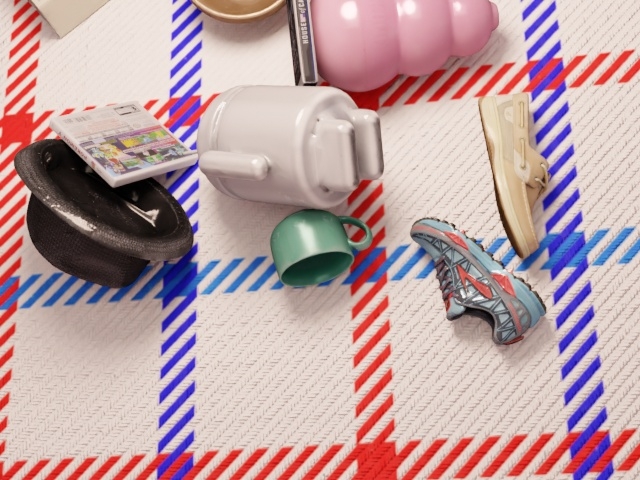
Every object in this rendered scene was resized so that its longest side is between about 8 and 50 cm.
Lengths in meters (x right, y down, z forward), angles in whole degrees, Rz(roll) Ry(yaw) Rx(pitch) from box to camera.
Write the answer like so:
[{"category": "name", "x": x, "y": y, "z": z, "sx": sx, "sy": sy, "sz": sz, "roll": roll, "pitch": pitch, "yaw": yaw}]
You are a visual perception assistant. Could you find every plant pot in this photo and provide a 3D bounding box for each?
[{"category": "plant pot", "x": -0.147, "y": -0.510, "z": 1.927, "sx": 0.237, "sy": 0.110, "sz": 0.237, "roll": 0, "pitch": 80, "yaw": 2}]

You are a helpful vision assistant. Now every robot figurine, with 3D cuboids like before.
[{"category": "robot figurine", "x": -0.065, "y": -0.159, "z": 1.715, "sx": 0.353, "sy": 0.300, "sz": 0.200, "roll": 8, "pitch": 110, "yaw": 38}]

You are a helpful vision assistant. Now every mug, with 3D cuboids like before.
[{"category": "mug", "x": -0.007, "y": 0.005, "z": 1.716, "sx": 0.157, "sy": 0.129, "sz": 0.097, "roll": -6, "pitch": 63, "yaw": -25}]

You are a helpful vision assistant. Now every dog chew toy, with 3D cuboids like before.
[{"category": "dog chew toy", "x": 0.147, "y": -0.374, "z": 1.795, "sx": 0.331, "sy": 0.206, "sz": 0.207, "roll": -7, "pitch": 68, "yaw": -1}]

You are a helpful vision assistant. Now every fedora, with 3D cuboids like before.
[{"category": "fedora", "x": -0.389, "y": -0.030, "z": 1.757, "sx": 0.334, "sy": 0.334, "sz": 0.152, "roll": 41, "pitch": 115, "yaw": 21}]

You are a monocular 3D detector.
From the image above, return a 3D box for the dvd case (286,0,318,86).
[{"category": "dvd case", "x": -0.036, "y": -0.374, "z": 1.767, "sx": 0.029, "sy": 0.179, "sz": 0.239, "roll": -5, "pitch": 88, "yaw": -5}]

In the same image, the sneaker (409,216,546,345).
[{"category": "sneaker", "x": 0.232, "y": 0.067, "z": 1.658, "sx": 0.262, "sy": 0.104, "sz": 0.125, "roll": 40, "pitch": 83, "yaw": 21}]

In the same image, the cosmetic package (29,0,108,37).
[{"category": "cosmetic package", "x": -0.453, "y": -0.567, "z": 2.014, "sx": 0.309, "sy": 0.113, "sz": 0.160, "roll": -41, "pitch": 68, "yaw": -7}]

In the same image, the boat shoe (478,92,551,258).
[{"category": "boat shoe", "x": 0.336, "y": -0.117, "z": 1.709, "sx": 0.098, "sy": 0.109, "sz": 0.302, "roll": -10, "pitch": 63, "yaw": 7}]

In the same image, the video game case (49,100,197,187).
[{"category": "video game case", "x": -0.350, "y": -0.176, "z": 1.826, "sx": 0.183, "sy": 0.023, "sz": 0.201, "roll": 42, "pitch": 36, "yaw": 21}]
